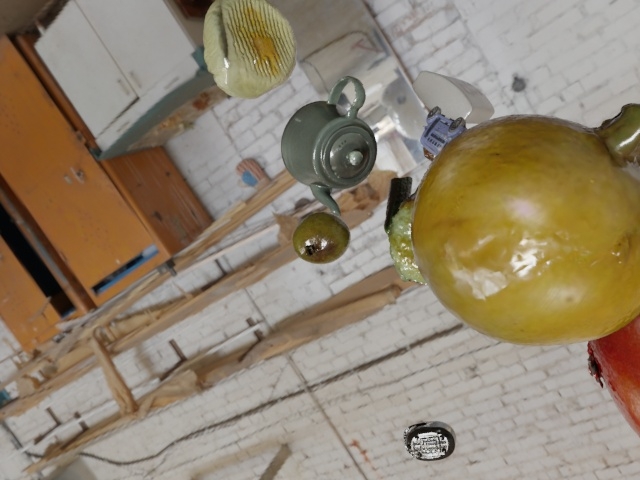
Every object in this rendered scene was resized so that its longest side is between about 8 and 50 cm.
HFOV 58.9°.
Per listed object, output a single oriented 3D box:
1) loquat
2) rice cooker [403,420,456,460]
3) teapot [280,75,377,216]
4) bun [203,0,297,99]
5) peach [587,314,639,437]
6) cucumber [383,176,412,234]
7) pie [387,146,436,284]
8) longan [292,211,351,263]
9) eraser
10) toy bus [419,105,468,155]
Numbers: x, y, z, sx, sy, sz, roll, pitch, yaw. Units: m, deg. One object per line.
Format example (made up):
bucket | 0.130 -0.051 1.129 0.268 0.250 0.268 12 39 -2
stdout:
loquat | 0.294 -0.029 0.744 0.328 0.328 0.359 -38 168 -52
rice cooker | 0.345 0.632 1.787 0.165 0.112 0.106 -12 176 10
teapot | 0.032 -0.168 1.000 0.163 0.239 0.149 4 -164 -27
bun | -0.177 -0.443 1.300 0.153 0.243 0.244 -18 -166 48
peach | 0.674 0.232 1.012 0.370 0.370 0.370 -32 -176 3
cucumber | 0.242 -0.111 1.773 0.074 0.074 0.241 -28 -143 43
pie | 0.402 -0.046 1.561 0.180 0.395 0.417 10 99 -70
longan | 0.000 0.000 1.517 0.154 0.145 0.176 -49 -175 33
eraser | 0.375 -0.391 1.570 0.094 0.174 0.270 -54 163 25
toy bus | 0.230 -0.182 1.013 0.076 0.073 0.167 -52 -160 12
